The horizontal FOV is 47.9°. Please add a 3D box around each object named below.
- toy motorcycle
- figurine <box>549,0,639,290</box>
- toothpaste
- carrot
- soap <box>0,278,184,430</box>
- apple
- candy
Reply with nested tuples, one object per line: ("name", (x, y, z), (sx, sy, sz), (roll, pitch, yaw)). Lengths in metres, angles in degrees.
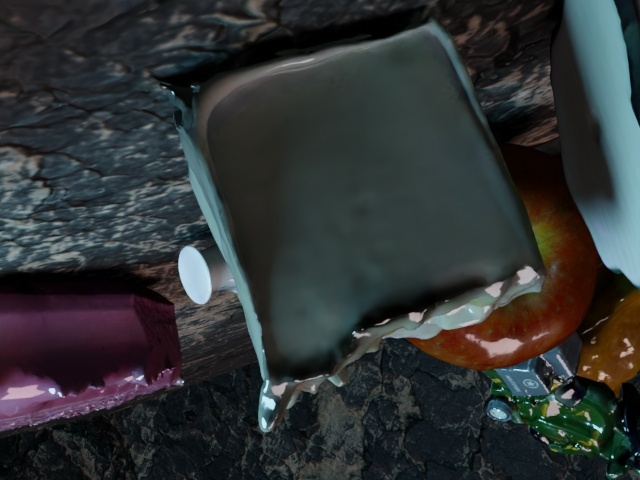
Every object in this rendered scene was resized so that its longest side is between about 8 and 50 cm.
("toy motorcycle", (0.289, 0.177, 0.831), (0.187, 0.274, 0.124), (-10, -138, 41))
("figurine", (0.322, -0.104, 0.403), (0.340, 0.231, 0.323), (-11, 134, 6))
("toothpaste", (0.000, 0.000, 0.797), (0.323, 0.066, 0.100), (-15, 164, -38))
("carrot", (0.342, 0.045, 0.957), (0.242, 0.340, 0.241), (-30, 165, -9))
("soap", (-0.295, 0.125, 0.754), (0.220, 0.127, 0.325), (-27, 165, 33))
("apple", (0.152, 0.014, 0.710), (0.230, 0.229, 0.230), (-18, 169, -4))
("candy", (0.013, -0.015, 0.435), (0.185, 0.195, 0.137), (-20, 174, -13))
